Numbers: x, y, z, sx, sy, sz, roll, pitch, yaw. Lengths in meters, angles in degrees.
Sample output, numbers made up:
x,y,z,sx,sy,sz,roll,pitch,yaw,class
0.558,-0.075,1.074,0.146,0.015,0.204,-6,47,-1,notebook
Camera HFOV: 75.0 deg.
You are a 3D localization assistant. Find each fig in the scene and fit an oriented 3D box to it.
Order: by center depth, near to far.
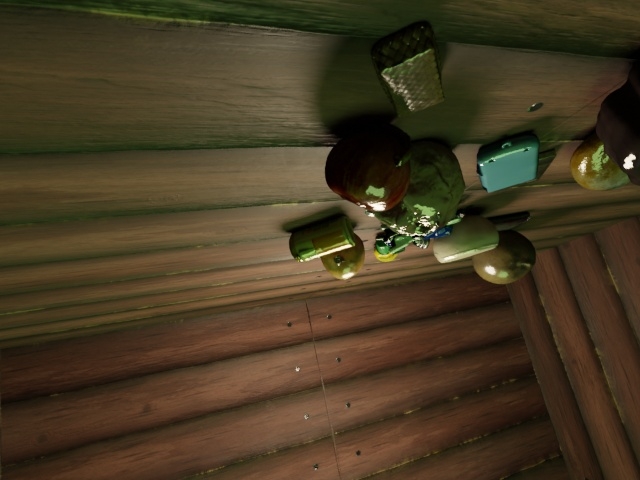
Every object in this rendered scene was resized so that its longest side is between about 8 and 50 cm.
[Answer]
x,y,z,sx,sy,sz,roll,pitch,yaw,class
0.115,-0.163,0.913,0.204,0.206,0.205,-12,165,-3,fig

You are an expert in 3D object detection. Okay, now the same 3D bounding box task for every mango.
x,y,z,sx,sy,sz,roll,pitch,yaw,class
0.869,-0.246,1.269,0.192,0.146,0.316,-30,151,28,mango

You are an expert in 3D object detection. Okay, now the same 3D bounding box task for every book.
x,y,z,sx,sy,sz,roll,pitch,yaw,class
0.676,-0.228,1.400,0.160,0.024,0.228,-15,164,11,book

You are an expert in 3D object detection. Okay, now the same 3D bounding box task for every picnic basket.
x,y,z,sx,sy,sz,roll,pitch,yaw,class
0.160,-0.286,0.732,0.110,0.055,0.193,-18,162,18,picnic basket

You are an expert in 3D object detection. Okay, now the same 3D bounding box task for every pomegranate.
x,y,z,sx,sy,sz,roll,pitch,yaw,class
0.090,0.057,1.638,0.191,0.192,0.191,-12,165,-3,pomegranate

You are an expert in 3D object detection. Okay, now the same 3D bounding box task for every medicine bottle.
x,y,z,sx,sy,sz,roll,pitch,yaw,class
0.000,0.000,1.503,0.238,0.124,0.124,-19,163,18,medicine bottle
0.300,0.038,1.958,0.110,0.076,0.309,-16,163,10,medicine bottle

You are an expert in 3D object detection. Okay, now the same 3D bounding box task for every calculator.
x,y,z,sx,sy,sz,roll,pitch,yaw,class
0.551,-0.221,1.233,0.172,0.051,0.293,-16,158,21,calculator

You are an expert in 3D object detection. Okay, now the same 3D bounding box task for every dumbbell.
x,y,z,sx,sy,sz,roll,pitch,yaw,class
0.358,-0.013,1.784,0.254,0.111,0.110,-3,163,-12,dumbbell

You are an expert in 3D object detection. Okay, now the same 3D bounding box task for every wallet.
x,y,z,sx,sy,sz,roll,pitch,yaw,class
0.841,-0.073,2.042,0.317,0.046,0.172,-8,163,-12,wallet

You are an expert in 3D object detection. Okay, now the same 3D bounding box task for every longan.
x,y,z,sx,sy,sz,roll,pitch,yaw,class
0.969,0.083,2.226,0.318,0.320,0.319,-12,165,-3,longan

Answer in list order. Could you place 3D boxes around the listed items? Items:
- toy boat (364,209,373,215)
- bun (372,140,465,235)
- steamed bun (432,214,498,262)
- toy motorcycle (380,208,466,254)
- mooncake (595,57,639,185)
x,y,z,sx,sy,sz,roll,pitch,yaw,class
0.206,-0.125,1.402,0.096,0.034,0.122,-5,154,-25,toy boat
0.262,-0.119,1.122,0.281,0.205,0.281,-13,166,-3,bun
0.619,-0.018,1.808,0.282,0.177,0.283,-14,170,-3,steamed bun
0.409,-0.048,1.664,0.330,0.125,0.196,-18,163,6,toy motorcycle
0.816,-0.277,0.905,0.380,0.213,0.351,-8,142,0,mooncake
